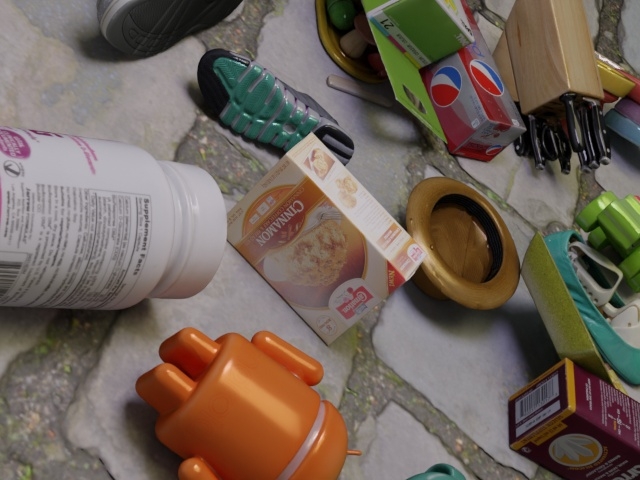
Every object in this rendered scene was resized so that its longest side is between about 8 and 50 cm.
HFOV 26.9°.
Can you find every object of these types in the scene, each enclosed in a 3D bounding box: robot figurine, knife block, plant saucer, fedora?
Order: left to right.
[{"bbox_3d":[-0.067,0.174,1.253,0.219,0.128,0.158,38,22,-12],"label":"robot figurine"},{"bbox_3d":[0.161,0.014,1.669,0.194,0.079,0.194,23,48,-28],"label":"fedora"},{"bbox_3d":[0.309,0.108,1.680,0.188,0.045,0.188,52,15,-54],"label":"plant saucer"},{"bbox_3d":[0.367,-0.245,1.990,0.088,0.276,0.242,6,23,-42],"label":"knife block"}]

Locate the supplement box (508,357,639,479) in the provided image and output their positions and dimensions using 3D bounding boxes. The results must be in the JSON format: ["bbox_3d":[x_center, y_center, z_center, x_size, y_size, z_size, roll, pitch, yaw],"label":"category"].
[{"bbox_3d":[0.330,0.236,1.613,0.188,0.104,0.081,31,40,-21],"label":"supplement box"}]

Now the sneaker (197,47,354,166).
[{"bbox_3d":[-0.061,-0.164,1.631,0.223,0.083,0.098,36,17,-23],"label":"sneaker"}]

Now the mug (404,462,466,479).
[{"bbox_3d":[0.112,0.288,1.349,0.129,0.097,0.158,13,48,-37],"label":"mug"}]

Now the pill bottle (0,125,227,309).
[{"bbox_3d":[-0.236,-0.017,1.228,0.283,0.160,0.160,5,53,-43],"label":"pill bottle"}]

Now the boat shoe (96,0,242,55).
[{"bbox_3d":[-0.181,-0.306,1.596,0.103,0.118,0.320,43,32,4],"label":"boat shoe"}]

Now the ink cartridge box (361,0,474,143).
[{"bbox_3d":[0.139,-0.284,1.810,0.189,0.097,0.255,31,38,-60],"label":"ink cartridge box"}]

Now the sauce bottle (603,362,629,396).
[{"bbox_3d":[0.391,0.222,1.739,0.042,0.042,0.128,-10,62,-49],"label":"sauce bottle"}]

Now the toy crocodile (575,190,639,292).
[{"bbox_3d":[0.444,-0.009,1.893,0.115,0.105,0.340,51,8,19],"label":"toy crocodile"}]

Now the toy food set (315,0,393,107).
[{"bbox_3d":[0.066,-0.292,1.861,0.128,0.071,0.218,22,44,-31],"label":"toy food set"}]

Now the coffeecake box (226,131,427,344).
[{"bbox_3d":[0.000,0.000,1.464,0.185,0.142,0.068,46,37,-1],"label":"coffeecake box"}]

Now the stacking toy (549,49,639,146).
[{"bbox_3d":[0.443,-0.236,2.206,0.308,0.130,0.279,19,19,-37],"label":"stacking toy"}]

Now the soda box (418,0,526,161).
[{"bbox_3d":[0.197,-0.246,1.941,0.092,0.083,0.263,9,51,-42],"label":"soda box"}]

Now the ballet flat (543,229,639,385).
[{"bbox_3d":[0.390,0.087,1.825,0.247,0.087,0.083,51,40,5],"label":"ballet flat"}]
